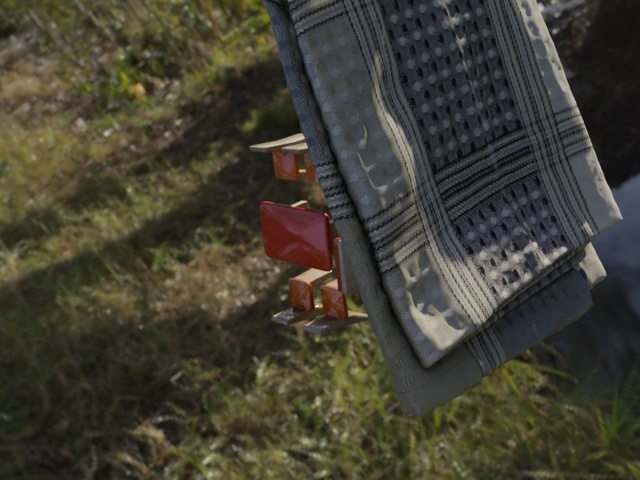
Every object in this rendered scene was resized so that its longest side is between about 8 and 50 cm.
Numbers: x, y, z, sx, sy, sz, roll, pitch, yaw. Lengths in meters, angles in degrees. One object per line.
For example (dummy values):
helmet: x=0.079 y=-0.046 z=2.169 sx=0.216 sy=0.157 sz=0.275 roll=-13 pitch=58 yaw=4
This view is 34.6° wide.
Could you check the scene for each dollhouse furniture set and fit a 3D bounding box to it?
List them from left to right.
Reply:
dollhouse furniture set: x=0.000 y=0.000 z=1.370 sx=0.135 sy=0.262 sz=0.259 roll=-16 pitch=17 yaw=-37

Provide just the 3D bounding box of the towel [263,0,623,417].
towel: x=0.117 y=-0.066 z=0.790 sx=0.056 sy=0.324 sz=0.312 roll=-13 pitch=9 yaw=43
